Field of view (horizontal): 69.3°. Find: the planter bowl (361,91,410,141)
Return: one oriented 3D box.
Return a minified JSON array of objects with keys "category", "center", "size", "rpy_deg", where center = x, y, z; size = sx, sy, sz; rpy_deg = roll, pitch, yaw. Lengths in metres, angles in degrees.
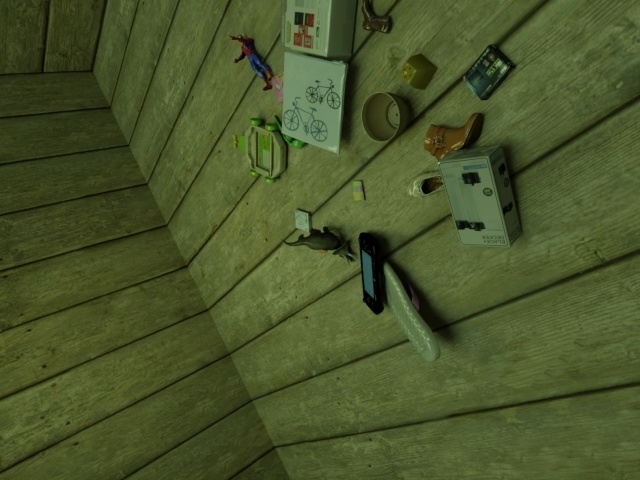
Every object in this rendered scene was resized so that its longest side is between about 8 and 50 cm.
[{"category":"planter bowl","center":[0.232,-0.418,1.553],"size":[0.162,0.109,0.162],"rpy_deg":[21,121,41]}]

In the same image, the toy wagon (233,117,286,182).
[{"category":"toy wagon","center":[-0.287,-0.432,2.167],"size":[0.344,0.068,0.268],"rpy_deg":[29,126,39]}]

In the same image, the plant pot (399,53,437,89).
[{"category":"plant pot","center":[0.296,-0.527,1.453],"size":[0.081,0.083,0.081],"rpy_deg":[50,137,20]}]

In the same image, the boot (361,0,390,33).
[{"category":"boot","center":[0.187,-0.740,1.521],"size":[0.114,0.037,0.107],"rpy_deg":[31,141,41]}]

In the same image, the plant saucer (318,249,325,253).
[{"category":"plant saucer","center":[0.000,0.018,2.078],"size":[0.083,0.013,0.084],"rpy_deg":[22,121,42]}]

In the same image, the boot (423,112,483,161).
[{"category":"boot","center":[0.402,-0.328,1.432],"size":[0.152,0.072,0.197],"rpy_deg":[45,132,32]}]

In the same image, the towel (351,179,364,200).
[{"category":"towel","center":[0.147,-0.195,1.823],"size":[0.060,0.009,0.083],"rpy_deg":[4,108,48]}]

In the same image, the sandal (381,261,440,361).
[{"category":"sandal","center":[0.342,0.256,1.728],"size":[0.169,0.102,0.417],"rpy_deg":[96,153,-55]}]

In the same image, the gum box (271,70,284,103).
[{"category":"gum box","center":[-0.110,-0.638,1.880],"size":[0.188,0.062,0.107],"rpy_deg":[-6,102,49]}]

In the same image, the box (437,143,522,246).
[{"category":"box","center":[0.474,-0.125,1.372],"size":[0.169,0.087,0.290],"rpy_deg":[3,122,46]}]

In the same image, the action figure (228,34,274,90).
[{"category":"action figure","center":[-0.316,-0.782,2.001],"size":[0.091,0.139,0.281],"rpy_deg":[-45,70,47]}]

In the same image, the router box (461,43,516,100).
[{"category":"router box","center":[0.473,-0.473,1.311],"size":[0.092,0.038,0.122],"rpy_deg":[54,138,17]}]

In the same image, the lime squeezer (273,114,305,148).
[{"category":"lime squeezer","center":[-0.114,-0.453,1.971],"size":[0.310,0.058,0.110],"rpy_deg":[27,125,40]}]

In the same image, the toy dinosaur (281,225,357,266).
[{"category":"toy dinosaur","center":[0.000,0.000,1.925],"size":[0.160,0.313,0.121],"rpy_deg":[30,102,65]}]

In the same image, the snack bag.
[{"category":"snack bag","center":[-0.032,-0.533,1.771],"size":[0.323,0.037,0.343],"rpy_deg":[27,128,34]}]

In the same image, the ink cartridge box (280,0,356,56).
[{"category":"ink cartridge box","center":[-0.011,-0.830,1.634],"size":[0.271,0.130,0.310],"rpy_deg":[30,127,39]}]

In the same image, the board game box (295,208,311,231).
[{"category":"board game box","center":[-0.079,-0.093,2.114],"size":[0.090,0.020,0.090],"rpy_deg":[20,120,42]}]

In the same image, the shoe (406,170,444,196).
[{"category":"shoe","center":[0.364,-0.192,1.540],"size":[0.219,0.058,0.077],"rpy_deg":[-15,94,50]}]

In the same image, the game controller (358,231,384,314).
[{"category":"game controller","center":[0.199,0.130,1.827],"size":[0.166,0.067,0.320],"rpy_deg":[-114,17,-72]}]
